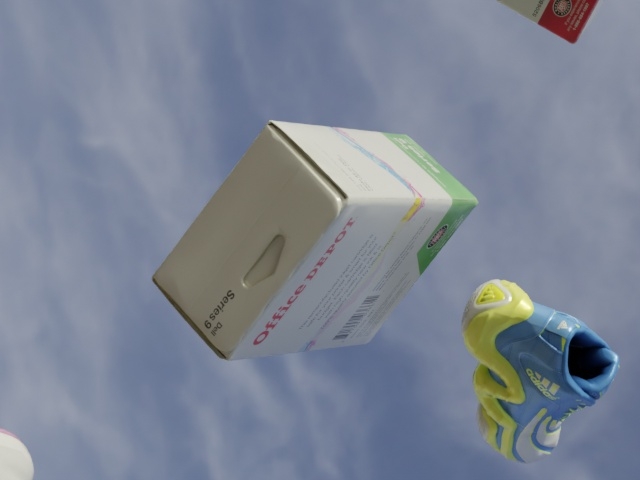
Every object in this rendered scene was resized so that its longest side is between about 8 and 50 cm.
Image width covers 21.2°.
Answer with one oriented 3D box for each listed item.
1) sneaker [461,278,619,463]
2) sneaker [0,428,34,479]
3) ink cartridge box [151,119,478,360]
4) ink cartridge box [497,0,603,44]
[{"bbox_3d":[0.202,0.136,1.504,0.126,0.240,0.091,19,-118,33],"label":"sneaker"},{"bbox_3d":[-0.199,0.109,0.543,0.095,0.236,0.104,-24,-117,48],"label":"sneaker"},{"bbox_3d":[0.000,0.000,1.257,0.093,0.212,0.154,45,-69,20],"label":"ink cartridge box"},{"bbox_3d":[0.164,-0.241,1.342,0.150,0.063,0.109,30,-60,8],"label":"ink cartridge box"}]
